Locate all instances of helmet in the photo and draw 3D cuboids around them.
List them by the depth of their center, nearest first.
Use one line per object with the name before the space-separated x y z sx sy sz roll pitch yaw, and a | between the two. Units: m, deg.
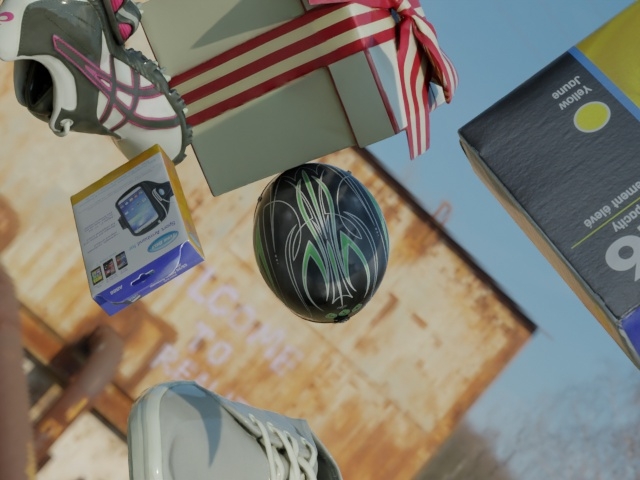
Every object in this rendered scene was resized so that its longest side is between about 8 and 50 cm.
helmet | 0.000 0.000 1.417 0.169 0.169 0.161 38 -23 25

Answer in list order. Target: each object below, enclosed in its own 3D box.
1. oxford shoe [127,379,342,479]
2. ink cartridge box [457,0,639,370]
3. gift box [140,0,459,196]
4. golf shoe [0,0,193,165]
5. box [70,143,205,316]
oxford shoe | -0.075 0.230 1.260 0.130 0.169 0.449 -7 -17 14
ink cartridge box | 0.295 -0.061 0.874 0.307 0.304 0.072 56 2 42
gift box | -0.009 -0.191 1.321 0.255 0.258 0.276 65 24 -12
golf shoe | -0.192 -0.129 1.031 0.105 0.120 0.273 32 -20 27
box | -0.133 -0.005 0.906 0.028 0.081 0.136 53 9 -43
